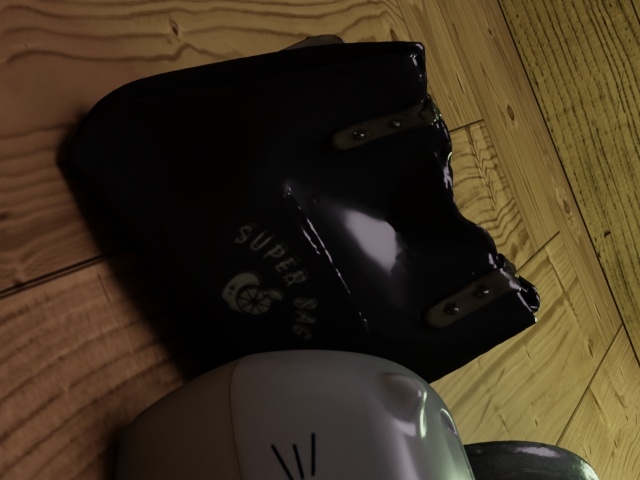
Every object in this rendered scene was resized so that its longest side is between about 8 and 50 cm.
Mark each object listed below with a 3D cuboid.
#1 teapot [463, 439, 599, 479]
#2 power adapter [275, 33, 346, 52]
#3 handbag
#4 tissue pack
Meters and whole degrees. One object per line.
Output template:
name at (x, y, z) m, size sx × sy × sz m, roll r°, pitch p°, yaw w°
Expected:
teapot at (0.132, 0.350, 1.166) m, size 0.240 × 0.321 × 0.239 m, roll 13°, pitch 47°, yaw -24°
power adapter at (0.006, -0.056, 1.228) m, size 0.255 × 0.187 × 0.124 m, roll 43°, pitch 35°, yaw -47°
handbag at (0.000, 0.000, 1.032) m, size 0.342 × 0.288 × 0.152 m, roll 60°, pitch 26°, yaw -22°
tissue pack at (0.017, 0.241, 0.917) m, size 0.229 × 0.236 × 0.333 m, roll 21°, pitch 51°, yaw -63°
